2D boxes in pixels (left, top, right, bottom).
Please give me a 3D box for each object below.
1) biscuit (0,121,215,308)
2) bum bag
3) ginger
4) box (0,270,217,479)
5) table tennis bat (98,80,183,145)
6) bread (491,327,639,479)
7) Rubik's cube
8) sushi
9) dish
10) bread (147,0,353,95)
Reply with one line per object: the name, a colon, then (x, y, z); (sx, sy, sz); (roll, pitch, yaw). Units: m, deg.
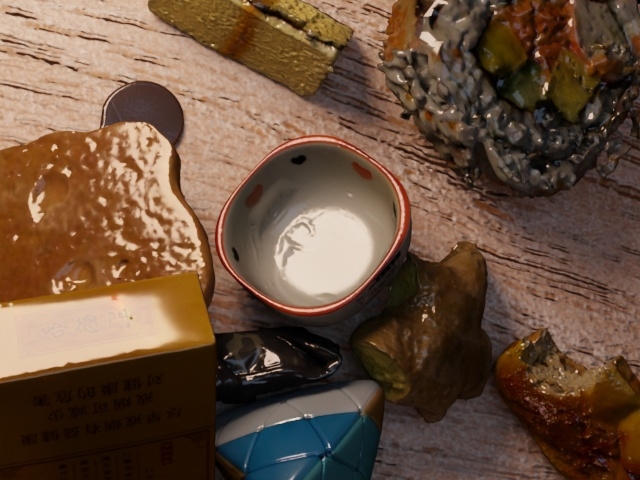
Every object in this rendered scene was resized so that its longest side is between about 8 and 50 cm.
biscuit: (-0.325, 0.040, 1.669); (0.385, 0.062, 0.365); (-19, 66, 3)
bum bag: (-0.138, 0.166, 1.714); (0.340, 0.144, 0.095); (-11, 104, -14)
ginger: (0.163, 0.108, 1.793); (0.270, 0.123, 0.219); (-48, 116, -25)
box: (-0.255, 0.228, 1.544); (0.264, 0.415, 0.116); (-10, 49, -13)
table tennis bat: (-0.253, -0.160, 1.755); (0.169, 0.119, 0.108); (-25, 86, -17)
bread: (0.387, 0.274, 1.777); (0.109, 0.185, 0.380); (-35, 88, -40)
Rubik's cube: (0.013, 0.292, 1.705); (0.254, 0.254, 0.255); (2, 80, -12)
sushi: (0.274, -0.245, 1.856); (0.417, 0.176, 0.418); (4, 76, -18)
dish: (0.000, 0.000, 1.756); (0.256, 0.117, 0.256); (-5, 65, 11)
bread: (-0.092, -0.302, 1.818); (0.266, 0.142, 0.178); (31, 35, -4)
